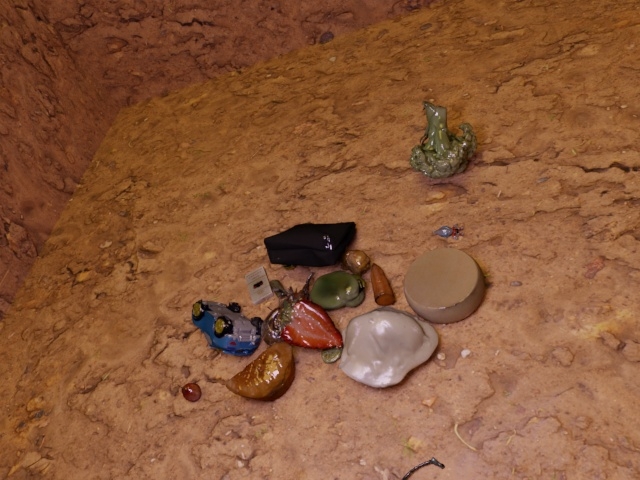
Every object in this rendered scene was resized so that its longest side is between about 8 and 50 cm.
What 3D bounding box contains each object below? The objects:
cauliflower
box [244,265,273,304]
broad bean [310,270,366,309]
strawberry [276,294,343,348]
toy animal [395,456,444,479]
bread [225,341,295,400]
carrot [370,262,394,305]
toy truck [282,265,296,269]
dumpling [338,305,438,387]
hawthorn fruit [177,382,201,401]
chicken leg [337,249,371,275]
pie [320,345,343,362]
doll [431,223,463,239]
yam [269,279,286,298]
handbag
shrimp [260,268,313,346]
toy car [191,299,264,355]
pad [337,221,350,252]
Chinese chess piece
[{"bbox_3d":[0.496,-0.383,2.041,0.260,0.281,0.327,10,33,-4],"label":"cauliflower"},{"bbox_3d":[-0.252,0.183,2.107,0.090,0.024,0.167,-29,43,2],"label":"box"},{"bbox_3d":[0.061,0.178,1.892,0.227,0.100,0.169,-13,40,20],"label":"broad bean"},{"bbox_3d":[-0.030,0.291,1.784,0.228,0.098,0.175,12,72,-3],"label":"strawberry"},{"bbox_3d":[0.223,0.678,1.388,0.079,0.070,0.253,45,64,10],"label":"toy animal"},{"bbox_3d":[-0.180,0.470,1.740,0.260,0.129,0.134,-36,45,-2],"label":"bread"},{"bbox_3d":[0.214,0.149,1.865,0.072,0.072,0.205,-23,36,9],"label":"carrot"},{"bbox_3d":[-0.129,0.080,2.107,0.049,0.054,0.083,-13,55,19],"label":"toy truck"},{"bbox_3d":[0.199,0.333,1.609,0.317,0.187,0.243,-4,46,22],"label":"dumpling"},{"bbox_3d":[-0.479,0.542,1.855,0.066,0.103,0.067,-22,54,33],"label":"hawthorn fruit"},{"bbox_3d":[0.117,0.082,1.961,0.085,0.101,0.207,-45,25,-19],"label":"chicken leg"},{"bbox_3d":[0.041,0.384,1.773,0.085,0.017,0.085,-17,43,16],"label":"pie"},{"bbox_3d":[0.469,-0.032,1.899,0.114,0.039,0.057,-2,93,16],"label":"doll"},{"bbox_3d":[-0.169,0.190,2.043,0.043,0.043,0.094,-33,43,-2],"label":"yam"},{"bbox_3d":[-0.025,-0.003,2.032,0.342,0.152,0.288,1,23,33],"label":"handbag"},{"bbox_3d":[-0.111,0.239,1.916,0.145,0.116,0.343,18,62,24],"label":"shrimp"},{"bbox_3d":[-0.365,0.330,1.941,0.314,0.198,0.166,23,96,42],"label":"toy car"},{"bbox_3d":[0.000,0.000,2.149,0.245,0.006,0.170,-6,50,23],"label":"pad"},{"bbox_3d":[0.413,0.150,1.721,0.273,0.102,0.273,-16,46,18],"label":"Chinese chess piece"}]
